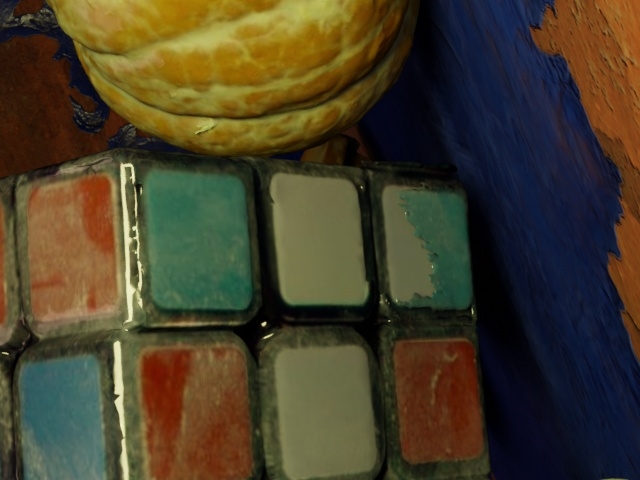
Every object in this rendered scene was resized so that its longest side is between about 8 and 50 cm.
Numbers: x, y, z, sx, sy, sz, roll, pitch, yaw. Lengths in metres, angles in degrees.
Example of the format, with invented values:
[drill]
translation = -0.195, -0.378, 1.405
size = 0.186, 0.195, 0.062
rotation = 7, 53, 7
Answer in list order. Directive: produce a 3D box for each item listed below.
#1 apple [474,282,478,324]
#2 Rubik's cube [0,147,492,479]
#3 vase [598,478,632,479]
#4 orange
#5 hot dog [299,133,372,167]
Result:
[apple]
translation = 0.029, 0.060, 1.488
size = 0.188, 0.211, 0.211
rotation = 8, 125, 57
[Rubik's cube]
translation = -0.110, 0.135, 1.230
size = 0.362, 0.363, 0.359
rotation = -8, 85, 44
[vase]
translation = 0.183, 0.261, 1.311
size = 0.165, 0.165, 0.360
rotation = 64, 169, 12
[orange]
translation = -0.076, -0.210, 1.182
size = 0.329, 0.249, 0.329
rotation = 158, 90, -82
[hot dog]
translation = 0.000, 0.000, 1.665
size = 0.104, 0.076, 0.250
rotation = 39, -134, -40
